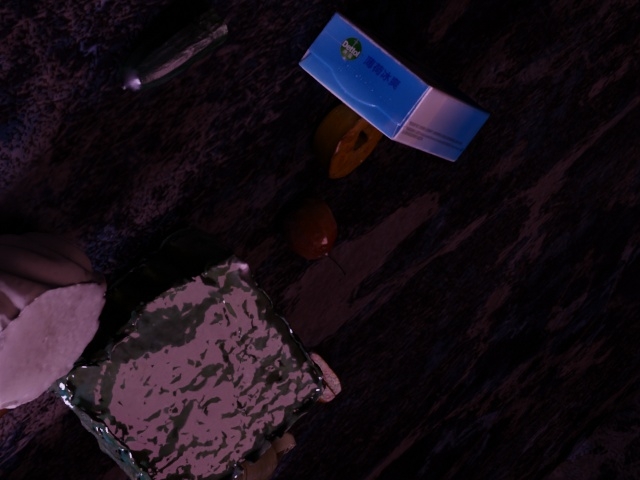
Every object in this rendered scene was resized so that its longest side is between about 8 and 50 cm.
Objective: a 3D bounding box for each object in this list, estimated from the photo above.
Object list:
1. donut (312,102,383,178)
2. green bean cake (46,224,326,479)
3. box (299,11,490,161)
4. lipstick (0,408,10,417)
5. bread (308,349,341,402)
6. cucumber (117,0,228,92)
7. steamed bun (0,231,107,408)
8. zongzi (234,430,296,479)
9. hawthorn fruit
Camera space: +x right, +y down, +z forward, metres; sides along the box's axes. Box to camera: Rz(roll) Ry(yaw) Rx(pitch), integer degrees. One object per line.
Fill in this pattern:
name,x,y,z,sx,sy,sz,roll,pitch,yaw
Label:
donut,0.030,-0.117,1.891,0.097,0.043,0.108,-51,160,7
green bean cake,-0.148,0.138,1.779,0.241,0.132,0.255,-42,128,-8
box,0.082,-0.160,1.782,0.073,0.139,0.194,-53,159,11
lipstick,-0.436,0.254,1.614,0.357,0.057,0.057,-43,158,-10
bread,0.000,0.201,2.357,0.043,0.062,0.109,-43,161,-15
cucumber,-0.136,-0.169,1.480,0.105,0.048,0.048,-38,157,-19
steamed bun,-0.283,0.066,1.523,0.183,0.106,0.183,-43,158,-22
zongzi,-0.129,0.332,2.320,0.160,0.078,0.176,-19,148,-43
hawthorn fruit,0.000,0.000,1.956,0.067,0.103,0.067,-38,177,-2
